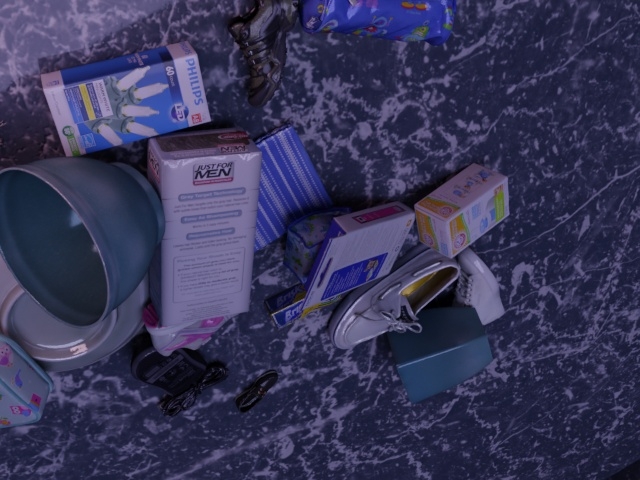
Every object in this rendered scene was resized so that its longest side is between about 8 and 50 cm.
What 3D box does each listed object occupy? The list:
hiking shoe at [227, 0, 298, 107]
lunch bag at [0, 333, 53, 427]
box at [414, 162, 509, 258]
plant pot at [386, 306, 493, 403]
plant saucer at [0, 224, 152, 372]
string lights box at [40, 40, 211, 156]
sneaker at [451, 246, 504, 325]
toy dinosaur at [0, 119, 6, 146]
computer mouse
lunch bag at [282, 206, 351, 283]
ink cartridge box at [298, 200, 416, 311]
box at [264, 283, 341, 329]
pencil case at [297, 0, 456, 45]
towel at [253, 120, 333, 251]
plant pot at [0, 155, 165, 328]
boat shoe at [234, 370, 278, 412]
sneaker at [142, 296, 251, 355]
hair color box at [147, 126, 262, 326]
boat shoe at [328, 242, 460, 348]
[{"bbox_3d":[-0.116,-0.356,1.305,0.114,0.086,0.227,10,113,-15],"label":"hiking shoe"},{"bbox_3d":[-0.678,0.281,1.396,0.279,0.108,0.224,-10,136,17],"label":"lunch bag"},{"bbox_3d":[0.324,-0.069,1.648,0.203,0.103,0.114,-34,132,-23],"label":"box"},{"bbox_3d":[0.305,0.272,1.835,0.234,0.166,0.165,-19,130,5],"label":"plant pot"},{"bbox_3d":[-0.516,0.129,1.426,0.400,0.100,0.400,-12,127,-17],"label":"plant saucer"},{"bbox_3d":[-0.336,-0.248,1.264,0.259,0.077,0.133,-18,127,-13],"label":"string lights box"},{"bbox_3d":[0.387,0.135,1.850,0.123,0.106,0.290,-34,131,-4],"label":"sneaker"},{"bbox_3d":[-0.571,-0.194,1.230,0.090,0.047,0.082,20,127,2],"label":"toy dinosaur"},{"bbox_3d":[-0.344,0.290,1.644,0.188,0.072,0.272,-35,142,-2],"label":"computer mouse"},{"bbox_3d":[0.000,0.000,1.564,0.151,0.096,0.129,-27,150,-28],"label":"lunch bag"},{"bbox_3d":[0.072,0.025,1.542,0.371,0.069,0.176,-19,138,-56],"label":"ink cartridge box"},{"bbox_3d":[-0.041,0.138,1.681,0.169,0.059,0.054,-27,127,-7],"label":"box"},{"bbox_3d":[0.106,-0.428,1.317,0.306,0.133,0.119,-2,90,-25],"label":"pencil case"},{"bbox_3d":[-0.156,-0.070,1.498,0.336,0.040,0.243,-31,131,-3],"label":"towel"},{"bbox_3d":[-0.396,-0.023,1.248,0.196,0.293,0.293,-38,141,-45],"label":"plant pot"},{"bbox_3d":[-0.155,0.380,1.807,0.133,0.042,0.049,-40,128,3],"label":"boat shoe"},{"bbox_3d":[-0.264,0.167,1.551,0.252,0.103,0.111,-17,131,-33],"label":"sneaker"},{"bbox_3d":[-0.230,-0.022,1.398,0.185,0.113,0.374,-9,127,-24],"label":"hair color box"},{"bbox_3d":[0.189,0.163,1.743,0.367,0.156,0.136,-37,130,2],"label":"boat shoe"}]
